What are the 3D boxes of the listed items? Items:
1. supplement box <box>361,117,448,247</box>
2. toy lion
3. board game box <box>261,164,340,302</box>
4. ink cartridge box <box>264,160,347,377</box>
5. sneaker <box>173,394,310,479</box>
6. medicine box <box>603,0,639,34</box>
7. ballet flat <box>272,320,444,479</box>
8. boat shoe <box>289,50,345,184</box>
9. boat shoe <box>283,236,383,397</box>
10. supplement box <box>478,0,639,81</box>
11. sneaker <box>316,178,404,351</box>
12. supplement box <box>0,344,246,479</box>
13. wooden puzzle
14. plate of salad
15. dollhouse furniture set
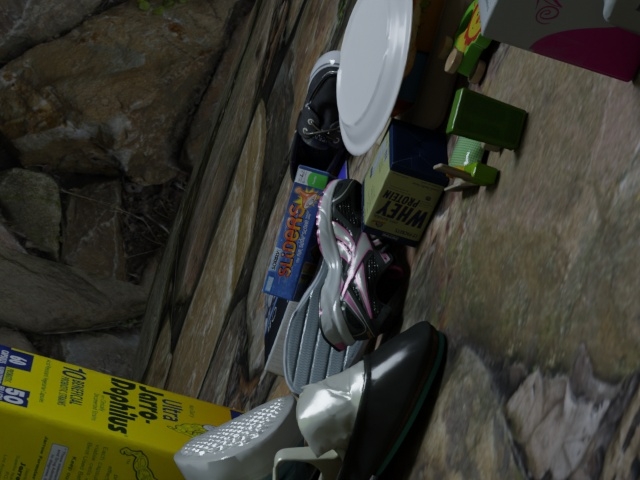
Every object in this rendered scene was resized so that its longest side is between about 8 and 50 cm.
[{"bbox_3d":[0.079,-0.055,1.573,0.083,0.056,0.083,-87,17,-54],"label":"supplement box"},{"bbox_3d":[0.146,-0.197,1.526,0.096,0.034,0.100,-64,12,14],"label":"toy lion"},{"bbox_3d":[0.000,0.000,1.751,0.201,0.035,0.136,20,-93,-75],"label":"board game box"},{"bbox_3d":[-0.018,0.028,2.010,0.206,0.045,0.208,-92,22,-62],"label":"ink cartridge box"},{"bbox_3d":[-0.055,0.245,1.649,0.150,0.135,0.366,63,177,3],"label":"sneaker"},{"bbox_3d":[0.242,-0.258,0.744,0.263,0.149,0.289,-84,15,-47],"label":"medicine box"},{"bbox_3d":[0.015,0.184,1.421,0.095,0.096,0.280,-94,23,-65],"label":"ballet flat"},{"bbox_3d":[0.003,-0.138,2.032,0.228,0.080,0.076,117,175,-56],"label":"boat shoe"},{"bbox_3d":[0.025,0.063,1.673,0.076,0.083,0.226,73,-145,-67],"label":"boat shoe"},{"bbox_3d":[0.192,-0.232,1.087,0.114,0.111,0.220,-89,19,-58],"label":"supplement box"},{"bbox_3d":[0.044,0.022,1.596,0.072,0.077,0.178,51,-148,-58],"label":"sneaker"},{"bbox_3d":[-0.255,0.284,1.978,0.194,0.357,0.195,-110,38,-73],"label":"supplement box"},{"bbox_3d":[0.105,-0.211,1.719,0.239,0.044,0.221,180,106,-79],"label":"wooden puzzle"},{"bbox_3d":[0.061,-0.180,1.640,0.200,0.048,0.199,-171,90,-73],"label":"plate of salad"},{"bbox_3d":[0.119,-0.087,1.399,0.152,0.059,0.076,163,124,-78],"label":"dollhouse furniture set"}]
